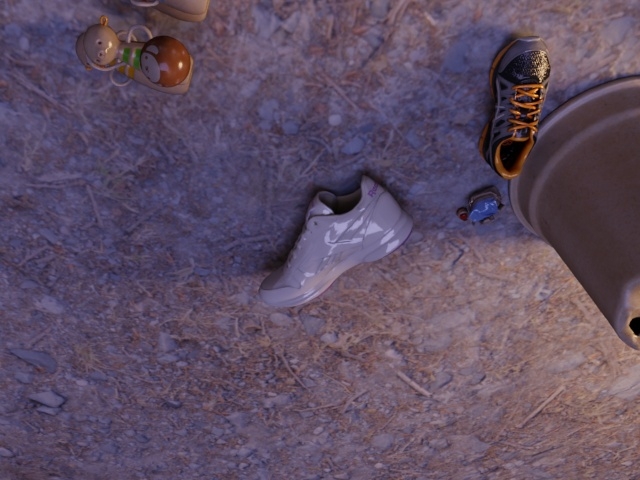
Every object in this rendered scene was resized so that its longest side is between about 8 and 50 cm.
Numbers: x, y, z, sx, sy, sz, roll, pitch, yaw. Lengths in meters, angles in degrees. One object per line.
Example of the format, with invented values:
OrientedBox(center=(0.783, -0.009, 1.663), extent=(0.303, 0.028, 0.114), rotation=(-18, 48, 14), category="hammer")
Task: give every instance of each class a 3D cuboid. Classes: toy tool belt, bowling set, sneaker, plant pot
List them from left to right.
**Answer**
OrientedBox(center=(-0.210, -0.269, 0.660), extent=(0.154, 0.200, 0.287), rotation=(14, 126, -14), category="bowling set")
OrientedBox(center=(0.000, 0.000, 0.990), extent=(0.305, 0.114, 0.152), rotation=(-33, 112, 20), category="sneaker")
OrientedBox(center=(0.270, -0.050, 0.978), extent=(0.083, 0.051, 0.052), rotation=(-34, 125, 26), category="toy tool belt")
OrientedBox(center=(0.286, -0.184, 0.836), extent=(0.084, 0.083, 0.215), rotation=(-2, 131, 1), category="sneaker")
OrientedBox(center=(0.484, -0.016, 0.850), extent=(0.333, 0.306, 0.334), rotation=(-2, 133, -2), category="plant pot")
